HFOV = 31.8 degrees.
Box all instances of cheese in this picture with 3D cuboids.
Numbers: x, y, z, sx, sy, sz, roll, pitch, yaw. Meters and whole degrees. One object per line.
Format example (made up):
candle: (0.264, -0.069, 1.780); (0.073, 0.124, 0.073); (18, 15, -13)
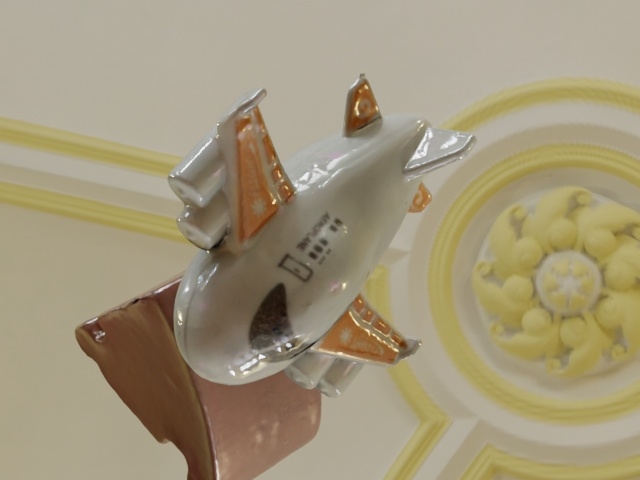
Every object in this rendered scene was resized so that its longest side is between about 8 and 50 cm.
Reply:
cheese: (-0.089, 0.112, 0.911); (0.128, 0.203, 0.177); (-29, -88, -32)

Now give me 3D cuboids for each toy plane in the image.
toy plane: (0.000, 0.000, 0.760); (0.117, 0.244, 0.245); (15, -82, 47)
